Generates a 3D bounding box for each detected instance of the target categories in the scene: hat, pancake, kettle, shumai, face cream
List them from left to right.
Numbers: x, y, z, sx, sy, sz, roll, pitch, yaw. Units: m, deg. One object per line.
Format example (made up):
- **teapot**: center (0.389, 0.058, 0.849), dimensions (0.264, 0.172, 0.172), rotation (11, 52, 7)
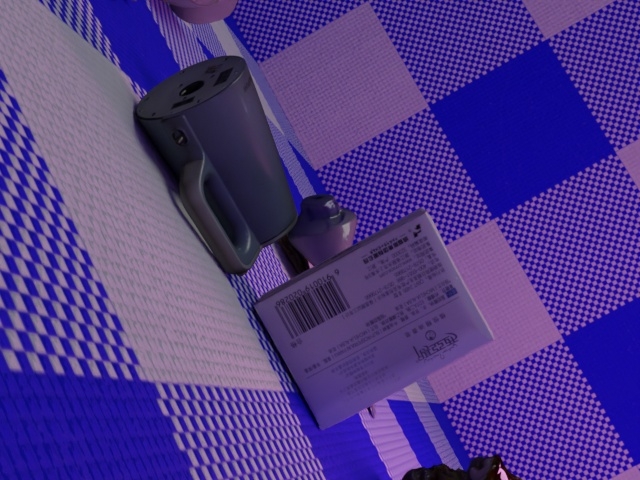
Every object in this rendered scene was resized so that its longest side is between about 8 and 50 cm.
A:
- **hat**: center (-0.308, -0.551, 2.208), dimensions (0.258, 0.168, 0.301), rotation (42, -21, 6)
- **kettle**: center (-0.130, -0.093, 1.391), dimensions (0.211, 0.160, 0.243), rotation (-75, 145, -56)
- **pancake**: center (-0.053, 0.018, 2.068), dimensions (0.139, 0.022, 0.139), rotation (62, 8, -16)
- **face cream**: center (0.040, 0.113, 2.009), dimensions (0.235, 0.137, 0.420), rotation (-106, -179, -74)
- **shumai**: center (0.235, 0.441, 1.595), dimensions (0.189, 0.218, 0.256), rotation (47, 12, -33)

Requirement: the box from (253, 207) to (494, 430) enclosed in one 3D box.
- **box**: center (0.075, 0.107, 1.457), dimensions (0.203, 0.274, 0.116), rotation (60, 4, -3)
